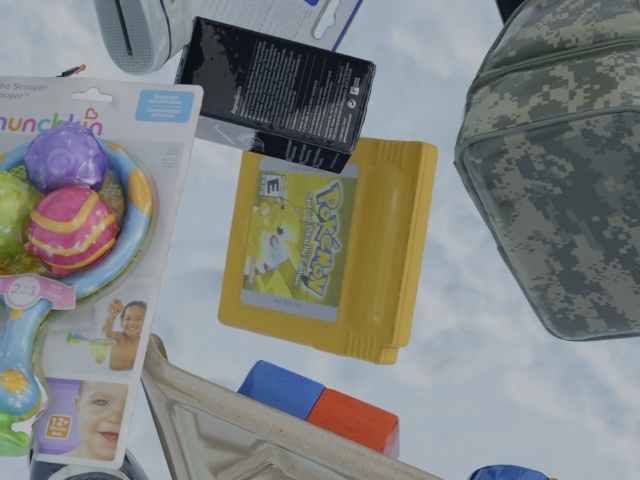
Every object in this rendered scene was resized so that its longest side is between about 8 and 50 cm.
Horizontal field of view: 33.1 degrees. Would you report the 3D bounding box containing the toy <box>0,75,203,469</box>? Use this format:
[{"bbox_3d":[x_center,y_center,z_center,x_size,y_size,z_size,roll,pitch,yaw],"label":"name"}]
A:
[{"bbox_3d":[-0.154,-0.002,0.588,0.137,0.237,0.056,4,156,8],"label":"toy"}]

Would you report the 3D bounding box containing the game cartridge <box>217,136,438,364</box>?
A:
[{"bbox_3d":[0.000,0.000,1.434,0.053,0.324,0.285,8,90,-45],"label":"game cartridge"}]

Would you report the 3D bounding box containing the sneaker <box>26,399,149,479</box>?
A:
[{"bbox_3d":[-0.183,0.266,0.993,0.112,0.131,0.319,-19,134,-11],"label":"sneaker"}]

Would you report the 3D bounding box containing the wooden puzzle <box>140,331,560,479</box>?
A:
[{"bbox_3d":[0.055,0.205,0.669,0.080,0.348,0.322,-52,154,-33],"label":"wooden puzzle"}]

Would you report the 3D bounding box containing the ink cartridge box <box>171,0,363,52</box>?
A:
[{"bbox_3d":[-0.067,-0.427,1.726,0.303,0.307,0.072,-58,171,33],"label":"ink cartridge box"}]

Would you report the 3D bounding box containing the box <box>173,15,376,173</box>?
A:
[{"bbox_3d":[-0.056,-0.160,1.217,0.207,0.108,0.153,15,174,-4],"label":"box"}]

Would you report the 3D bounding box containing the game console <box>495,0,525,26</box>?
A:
[{"bbox_3d":[0.350,-0.396,1.159,0.387,0.342,0.060,-17,-173,19],"label":"game console"}]

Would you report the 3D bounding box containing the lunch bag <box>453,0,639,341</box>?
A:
[{"bbox_3d":[0.281,-0.092,1.038,0.213,0.256,0.305,-14,128,31],"label":"lunch bag"}]

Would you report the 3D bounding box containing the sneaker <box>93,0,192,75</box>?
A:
[{"bbox_3d":[-0.183,-0.292,1.037,0.094,0.091,0.258,9,121,23],"label":"sneaker"}]

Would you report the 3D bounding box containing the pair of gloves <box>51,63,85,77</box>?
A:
[{"bbox_3d":[-0.338,-0.194,1.349,0.083,0.074,0.010,-27,100,20],"label":"pair of gloves"}]
